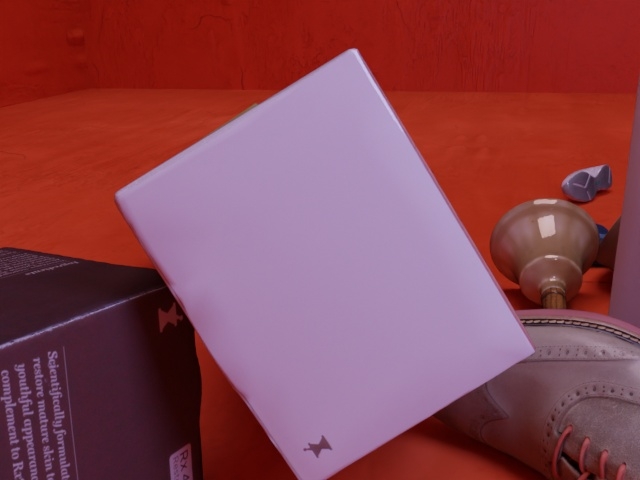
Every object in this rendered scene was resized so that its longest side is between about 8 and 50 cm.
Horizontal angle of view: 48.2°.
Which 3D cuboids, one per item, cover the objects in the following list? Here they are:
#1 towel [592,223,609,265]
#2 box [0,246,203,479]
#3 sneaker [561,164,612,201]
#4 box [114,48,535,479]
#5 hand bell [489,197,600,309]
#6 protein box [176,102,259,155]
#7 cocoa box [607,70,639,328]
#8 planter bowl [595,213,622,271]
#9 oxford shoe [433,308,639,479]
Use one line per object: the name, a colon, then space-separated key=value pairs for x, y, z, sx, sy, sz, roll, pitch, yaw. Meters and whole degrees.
towel: x=0.380 y=0.003 z=0.992 sx=0.067 sy=0.029 sz=0.119 roll=1 pitch=19 yaw=5
box: x=-0.212 y=0.109 z=0.491 sx=0.203 sy=0.168 sz=0.167 roll=6 pitch=14 yaw=30
sneaker: x=0.459 y=-0.098 z=1.264 sx=0.061 sy=0.053 sz=0.152 roll=-4 pitch=9 yaw=46
box: x=0.000 y=0.000 z=0.581 sx=0.168 sy=0.215 sz=0.345 roll=-32 pitch=8 yaw=3
hand bell: x=0.246 y=0.066 z=0.748 sx=0.126 sy=0.126 sz=0.242 roll=2 pitch=31 yaw=10
protein box: x=-0.104 y=-0.055 z=0.924 sx=0.201 sy=0.136 sz=0.200 roll=-35 pitch=27 yaw=-8
cocoa box: x=0.420 y=-0.033 z=0.605 sx=0.231 sy=0.347 sz=0.228 roll=-13 pitch=22 yaw=-32
planter bowl: x=0.424 y=-0.004 z=0.848 sx=0.162 sy=0.162 sz=0.109 roll=-20 pitch=55 yaw=-43
oxford shoe: x=0.206 y=0.136 z=0.484 sx=0.348 sy=0.123 sz=0.130 roll=8 pitch=28 yaw=32
